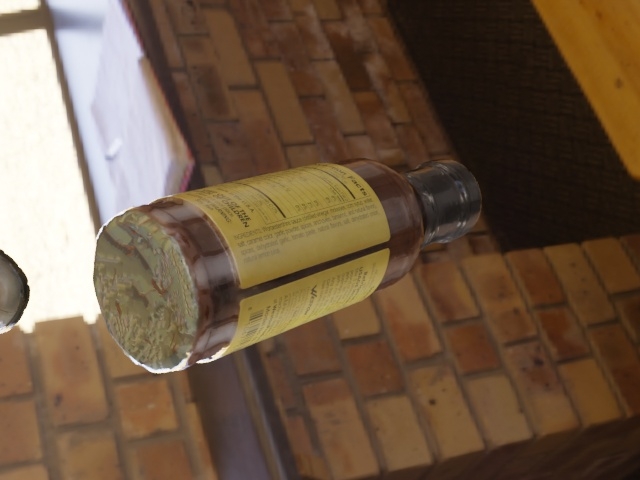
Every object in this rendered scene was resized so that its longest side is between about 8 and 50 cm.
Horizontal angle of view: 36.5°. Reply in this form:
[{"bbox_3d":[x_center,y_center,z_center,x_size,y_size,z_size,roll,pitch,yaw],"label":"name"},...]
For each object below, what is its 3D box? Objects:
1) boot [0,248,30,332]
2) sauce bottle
[{"bbox_3d":[-0.372,0.015,0.773,0.083,0.246,0.161,-65,-10,7],"label":"boot"},{"bbox_3d":[0.000,0.000,0.708,0.111,0.344,0.111,11,107,39],"label":"sauce bottle"}]
